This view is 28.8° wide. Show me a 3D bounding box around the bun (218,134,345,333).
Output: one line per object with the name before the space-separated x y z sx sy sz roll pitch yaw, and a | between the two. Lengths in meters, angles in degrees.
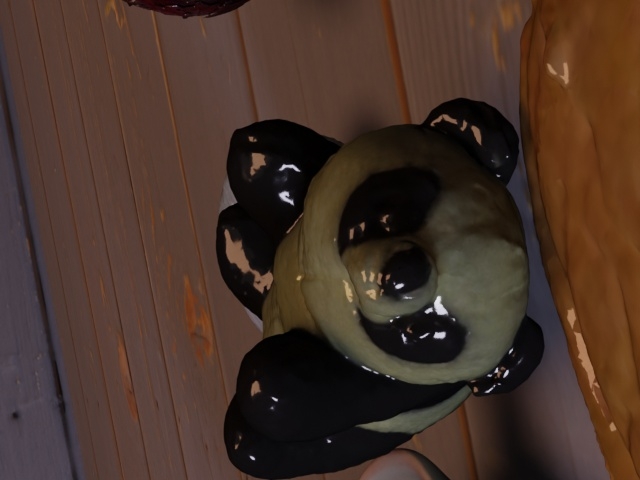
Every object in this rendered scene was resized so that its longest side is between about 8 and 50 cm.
bun | 0.000 0.000 0.742 0.141 0.083 0.141 34 133 47

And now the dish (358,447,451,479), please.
dish | 0.077 0.215 0.609 0.229 0.081 0.229 -1 89 63

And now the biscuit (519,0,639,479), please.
biscuit | 0.159 0.006 0.322 0.365 0.062 0.385 103 150 -47

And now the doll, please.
doll | 0.020 0.024 0.566 0.234 0.135 0.143 101 165 -69

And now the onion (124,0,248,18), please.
onion | -0.111 -0.245 0.717 0.252 0.219 0.252 163 90 -78
